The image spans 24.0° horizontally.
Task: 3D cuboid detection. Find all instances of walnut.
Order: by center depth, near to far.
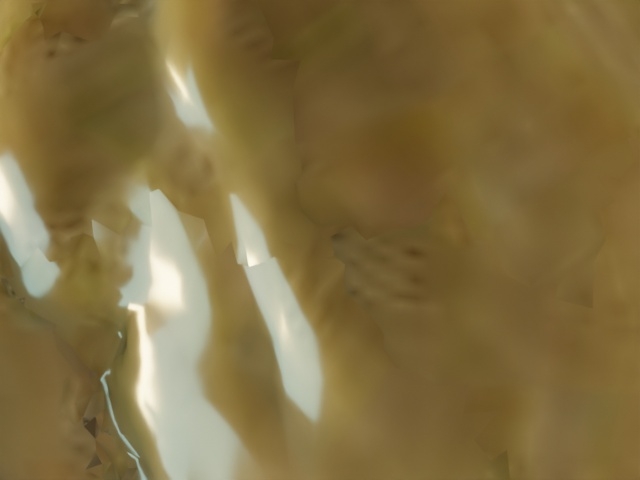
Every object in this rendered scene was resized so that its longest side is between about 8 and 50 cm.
[{"bbox_3d":[0.000,0.000,0.573,0.381,0.381,0.381,156,90,-83],"label":"walnut"}]
